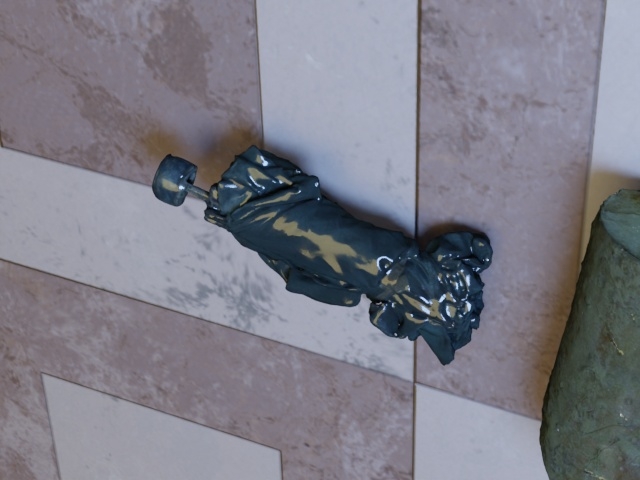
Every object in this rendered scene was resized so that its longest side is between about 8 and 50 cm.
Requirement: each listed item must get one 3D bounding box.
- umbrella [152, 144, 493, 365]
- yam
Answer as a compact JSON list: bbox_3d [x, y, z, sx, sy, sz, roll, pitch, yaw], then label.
[{"bbox_3d":[0.001,-0.003,1.517,0.349,0.094,0.143,23,114,8],"label":"umbrella"},{"bbox_3d":[0.291,0.103,1.373,0.168,0.168,0.304,22,133,16],"label":"yam"}]
